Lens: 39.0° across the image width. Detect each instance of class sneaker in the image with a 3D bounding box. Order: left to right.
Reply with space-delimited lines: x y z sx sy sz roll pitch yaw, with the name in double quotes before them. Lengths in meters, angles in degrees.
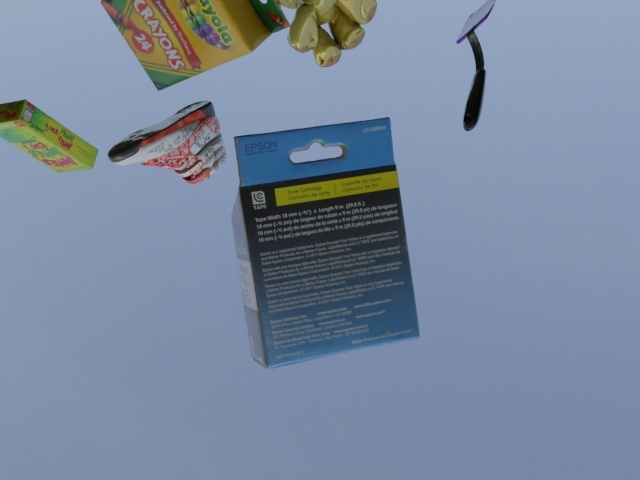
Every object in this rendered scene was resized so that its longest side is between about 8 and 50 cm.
"sneaker" -0.292 -0.167 1.802 0.090 0.144 0.270 3 -151 40

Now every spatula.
"spatula" 0.239 -0.276 1.385 0.030 0.084 0.296 26 -130 -22

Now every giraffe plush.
"giraffe plush" -0.021 -0.461 1.734 0.181 0.210 0.170 -42 -136 0

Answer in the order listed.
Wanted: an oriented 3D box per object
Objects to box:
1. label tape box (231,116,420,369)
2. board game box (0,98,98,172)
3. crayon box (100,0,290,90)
"label tape box" 0.000 0.000 1.341 0.241 0.333 0.106 -9 -175 -15
"board game box" -0.495 -0.182 1.609 0.092 0.181 0.043 -3 -115 32
"crayon box" -0.233 -0.415 1.653 0.319 0.202 0.081 -13 -151 40
